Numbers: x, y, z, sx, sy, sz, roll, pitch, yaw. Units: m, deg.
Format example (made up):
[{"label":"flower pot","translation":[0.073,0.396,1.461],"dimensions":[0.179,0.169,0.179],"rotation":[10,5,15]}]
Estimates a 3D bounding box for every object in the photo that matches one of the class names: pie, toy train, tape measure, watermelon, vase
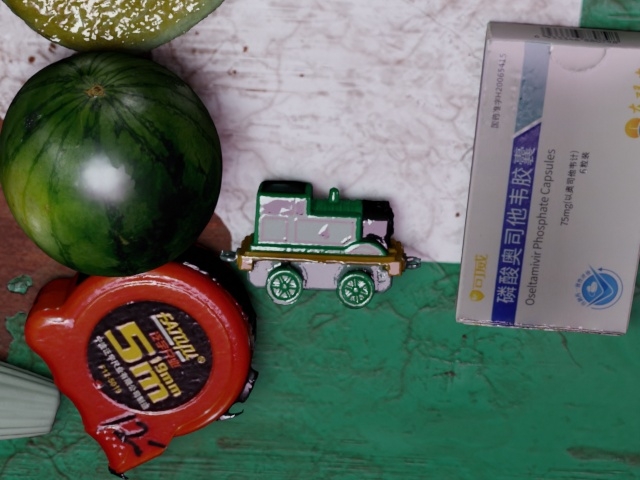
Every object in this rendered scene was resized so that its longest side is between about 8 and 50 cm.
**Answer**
[{"label":"pie","translation":[-0.222,-0.335,1.634],"dimensions":[0.323,0.070,0.323],"rotation":[2,119,4]},{"label":"toy train","translation":[0.000,0.000,1.769],"dimensions":[0.228,0.091,0.136],"rotation":[1,105,3]},{"label":"tape measure","translation":[-0.196,0.121,1.822],"dimensions":[0.260,0.114,0.253],"rotation":[-27,111,11]},{"label":"watermelon","translation":[-0.221,-0.081,1.658],"dimensions":[0.242,0.242,0.242],"rotation":[1,115,2]},{"label":"vase","translation":[-0.435,0.184,1.861],"dimensions":[0.248,0.128,0.128],"rotation":[9,116,-12]}]

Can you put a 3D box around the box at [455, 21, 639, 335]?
[{"label":"box","translation":[0.263,-0.064,1.736],"dimensions":[0.200,0.065,0.343],"rotation":[4,115,0]}]
